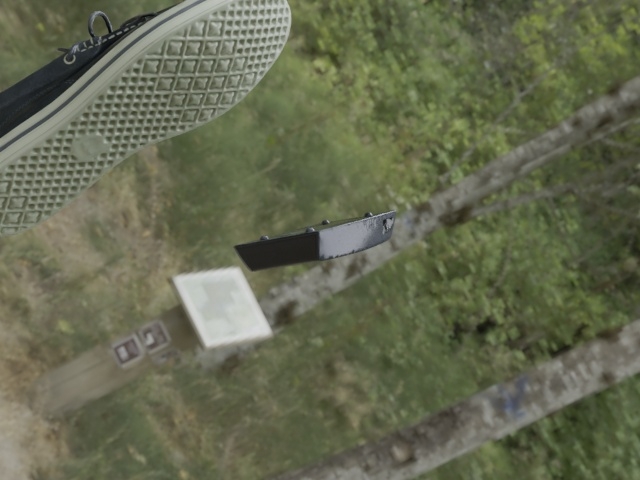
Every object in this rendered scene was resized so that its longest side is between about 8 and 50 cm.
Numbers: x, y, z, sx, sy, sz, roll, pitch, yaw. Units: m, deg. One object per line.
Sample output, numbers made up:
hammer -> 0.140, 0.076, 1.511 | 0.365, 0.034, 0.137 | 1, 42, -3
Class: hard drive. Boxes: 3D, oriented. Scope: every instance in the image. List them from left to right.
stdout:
hard drive -> 0.000, 0.000, 1.605 | 0.254, 0.172, 0.054 | -16, 96, -59

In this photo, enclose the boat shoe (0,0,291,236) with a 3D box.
boat shoe -> -0.268, -0.199, 1.339 | 0.156, 0.500, 0.187 | 55, -2, 36
